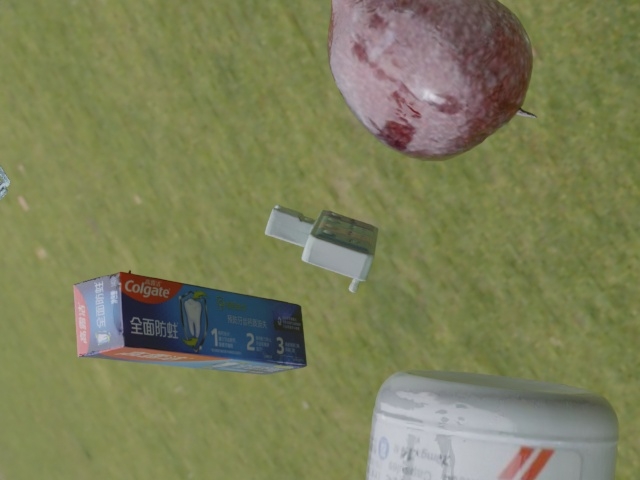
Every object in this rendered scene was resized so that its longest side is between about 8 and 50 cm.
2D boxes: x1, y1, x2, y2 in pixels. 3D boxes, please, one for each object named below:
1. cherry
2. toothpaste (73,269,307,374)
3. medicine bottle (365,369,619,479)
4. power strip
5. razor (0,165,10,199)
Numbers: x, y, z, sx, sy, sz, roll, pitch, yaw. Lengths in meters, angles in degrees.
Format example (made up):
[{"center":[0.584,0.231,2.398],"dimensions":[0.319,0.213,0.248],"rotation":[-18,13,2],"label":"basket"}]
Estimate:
[{"center":[0.131,-0.218,1.529],"dimensions":[0.300,0.203,0.230],"rotation":[33,151,-11],"label":"cherry"},{"center":[-0.127,0.093,1.293],"dimensions":[0.066,0.320,0.076],"rotation":[-14,74,31],"label":"toothpaste"},{"center":[0.163,0.292,1.219],"dimensions":[0.245,0.245,0.306],"rotation":[-179,94,-65],"label":"medicine bottle"},{"center":[0.000,0.000,1.614],"dimensions":[0.145,0.061,0.215],"rotation":[20,-170,1],"label":"power strip"},{"center":[-0.376,-0.116,1.133],"dimensions":[0.106,0.068,0.232],"rotation":[52,173,25],"label":"razor"}]
